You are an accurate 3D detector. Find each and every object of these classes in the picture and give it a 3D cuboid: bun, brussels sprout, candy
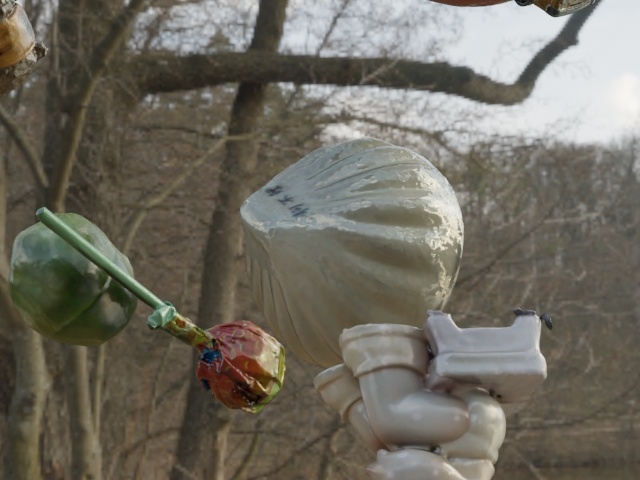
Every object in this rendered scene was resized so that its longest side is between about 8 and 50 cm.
[{"bbox_3d":[0.000,0.000,0.933,0.175,0.263,0.263,22,-24,-39],"label":"bun"},{"bbox_3d":[-0.260,0.041,0.926,0.117,0.155,0.155,-43,-7,-9],"label":"brussels sprout"},{"bbox_3d":[-0.100,0.043,0.572,0.201,0.060,0.060,41,-33,-26],"label":"candy"}]

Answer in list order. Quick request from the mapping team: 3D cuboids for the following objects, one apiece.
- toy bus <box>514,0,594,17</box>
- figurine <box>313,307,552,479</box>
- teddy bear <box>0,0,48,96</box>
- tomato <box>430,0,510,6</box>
[{"bbox_3d":[0.408,-0.561,1.717,0.138,0.275,0.167,-25,-36,-30],"label":"toy bus"},{"bbox_3d":[0.088,0.174,0.486,0.145,0.256,0.182,6,-33,-25],"label":"figurine"},{"bbox_3d":[-0.505,-0.327,1.365,0.140,0.177,0.190,-4,-41,4],"label":"teddy bear"},{"bbox_3d":[0.191,-0.445,1.059,0.341,0.341,0.273,0,19,-6],"label":"tomato"}]
